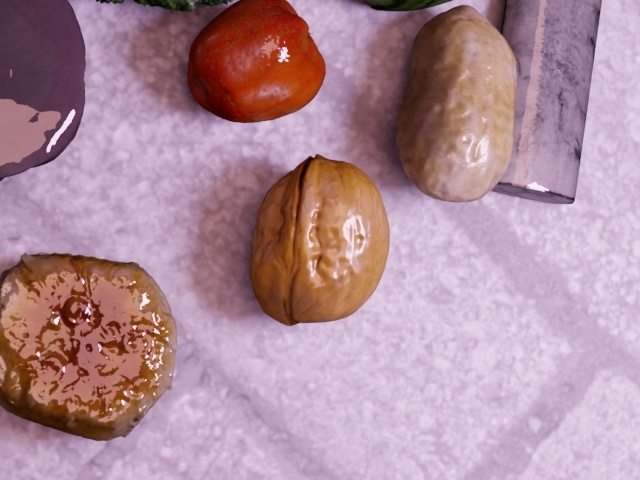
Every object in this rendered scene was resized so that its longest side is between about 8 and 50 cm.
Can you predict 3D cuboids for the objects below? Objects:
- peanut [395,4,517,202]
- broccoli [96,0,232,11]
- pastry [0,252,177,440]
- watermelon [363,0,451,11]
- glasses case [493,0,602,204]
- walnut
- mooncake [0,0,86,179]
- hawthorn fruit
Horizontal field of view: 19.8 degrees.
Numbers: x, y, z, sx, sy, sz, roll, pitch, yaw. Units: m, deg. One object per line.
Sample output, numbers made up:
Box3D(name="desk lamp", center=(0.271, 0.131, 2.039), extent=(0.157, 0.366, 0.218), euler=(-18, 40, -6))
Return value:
Box3D(name="peanut", center=(0.146, -0.144, 1.957), extent=(0.129, 0.129, 0.224), euler=(16, 71, -16))
Box3D(name="broccoli", center=(-0.172, -0.336, 1.787), extent=(0.297, 0.297, 0.298), euler=(5, 120, 9))
Box3D(name="pastry", center=(-0.241, 0.105, 1.822), extent=(0.192, 0.093, 0.182), euler=(8, 83, -13))
Box3D(name="watermelon", center=(0.128, -0.394, 1.898), extent=(0.330, 0.189, 0.331), euler=(-16, 119, -31))
Box3D(name="glasses case", center=(0.248, -0.196, 2.029), extent=(0.114, 0.060, 0.299), euler=(12, 81, -19))
Box3D(name="walnut", center=(0.000, 0.000, 1.887), extent=(0.144, 0.144, 0.180), euler=(7, 80, -17))
Box3D(name="mooncake", center=(-0.345, -0.164, 1.793), extent=(0.244, 0.133, 0.245), euler=(2, 84, -18))
Box3D(name="hawthorn fruit", center=(-0.069, -0.181, 1.888), extent=(0.138, 0.133, 0.133), euler=(-30, 94, -9))
